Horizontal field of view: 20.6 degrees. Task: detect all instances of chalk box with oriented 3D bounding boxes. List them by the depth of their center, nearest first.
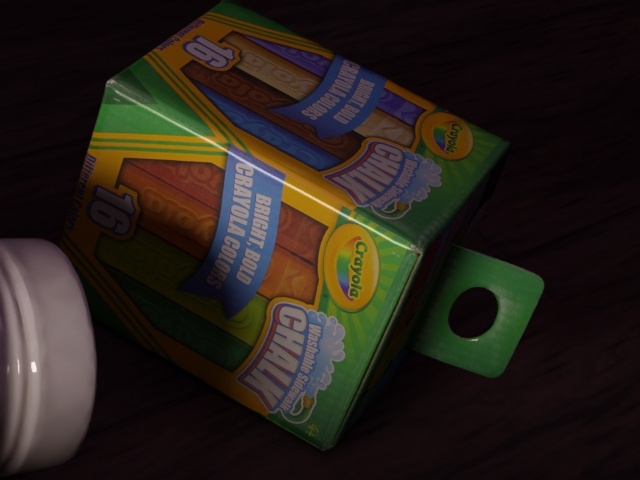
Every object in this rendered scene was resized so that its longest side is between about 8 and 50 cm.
[{"bbox_3d":[0.000,0.000,1.159,0.289,0.180,0.179,28,34,11],"label":"chalk box"}]

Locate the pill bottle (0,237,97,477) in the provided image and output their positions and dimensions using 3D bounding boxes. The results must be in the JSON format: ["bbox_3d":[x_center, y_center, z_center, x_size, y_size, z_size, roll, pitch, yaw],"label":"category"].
[{"bbox_3d":[-0.285,0.070,0.898,0.319,0.176,0.176,-4,42,-33],"label":"pill bottle"}]
